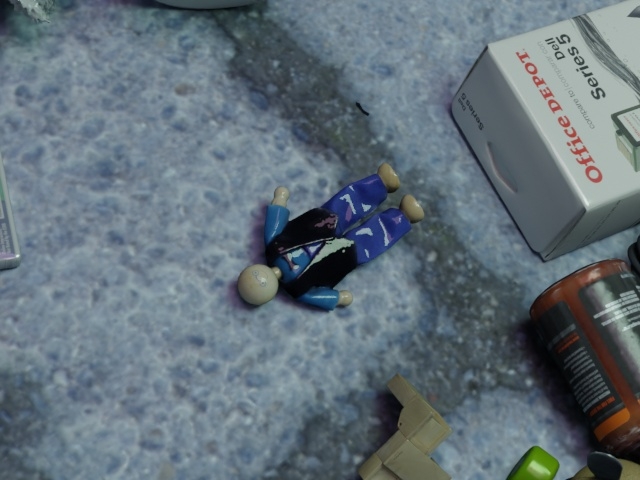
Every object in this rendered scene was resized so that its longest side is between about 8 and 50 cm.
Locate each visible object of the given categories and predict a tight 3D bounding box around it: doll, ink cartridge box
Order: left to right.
[{"bbox_3d":[0.000,0.000,1.269,0.189,0.046,0.129,-34,85,-21],"label":"doll"},{"bbox_3d":[0.302,-0.125,1.376,0.273,0.115,0.198,-20,71,-24],"label":"ink cartridge box"}]

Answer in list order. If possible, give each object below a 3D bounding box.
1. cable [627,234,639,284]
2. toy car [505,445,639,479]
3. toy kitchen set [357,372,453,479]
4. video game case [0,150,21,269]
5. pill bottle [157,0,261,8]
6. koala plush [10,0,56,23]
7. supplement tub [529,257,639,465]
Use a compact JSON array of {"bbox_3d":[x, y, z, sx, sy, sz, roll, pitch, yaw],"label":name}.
[{"bbox_3d":[0.381,0.054,1.324,0.184,0.047,0.150,46,45,-1],"label":"cable"},{"bbox_3d":[0.232,0.238,1.123,0.155,0.188,0.149,36,60,5],"label":"toy car"},{"bbox_3d":[0.075,0.181,1.208,0.083,0.075,0.068,-45,122,2],"label":"toy kitchen set"},{"bbox_3d":[-0.374,-0.056,1.212,0.183,0.023,0.201,-8,66,-19],"label":"video game case"},{"bbox_3d":[-0.112,-0.386,1.340,0.161,0.161,0.283,-1,79,-16],"label":"pill bottle"},{"bbox_3d":[-0.310,-0.314,1.283,0.221,0.203,0.196,37,60,-8],"label":"koala plush"},{"bbox_3d":[0.279,0.123,1.246,0.106,0.106,0.198,-18,69,-23],"label":"supplement tub"}]
